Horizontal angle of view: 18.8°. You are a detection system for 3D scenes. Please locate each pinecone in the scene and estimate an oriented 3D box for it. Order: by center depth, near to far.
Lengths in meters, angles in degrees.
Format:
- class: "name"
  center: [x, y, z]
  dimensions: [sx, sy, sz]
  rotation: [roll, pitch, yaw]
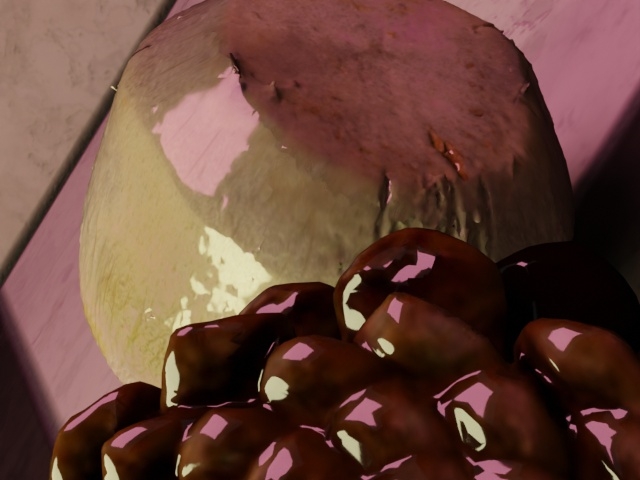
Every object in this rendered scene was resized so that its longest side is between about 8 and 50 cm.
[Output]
- class: "pinecone"
  center: [0.050, 0.122, 0.543]
  dimensions: [0.264, 0.264, 0.264]
  rotation: [-51, 18, 24]

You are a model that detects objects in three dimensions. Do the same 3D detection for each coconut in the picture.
- class: "coconut"
  center: [0.001, 0.002, 0.918]
  dimensions: [0.227, 0.227, 0.230]
  rotation: [-78, 6, -48]
